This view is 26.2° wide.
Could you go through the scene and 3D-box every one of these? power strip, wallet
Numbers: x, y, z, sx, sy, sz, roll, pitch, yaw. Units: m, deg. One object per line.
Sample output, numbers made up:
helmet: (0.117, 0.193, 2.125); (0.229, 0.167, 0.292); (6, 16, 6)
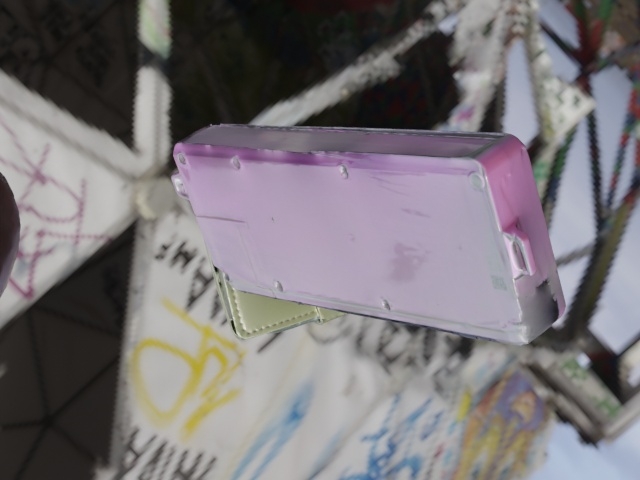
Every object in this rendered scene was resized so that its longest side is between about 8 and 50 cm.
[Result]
power strip: (0.019, -0.010, 0.785); (0.279, 0.037, 0.109); (8, 124, 47)
wallet: (0.000, 0.000, 0.948); (0.039, 0.155, 0.110); (-165, 60, -69)

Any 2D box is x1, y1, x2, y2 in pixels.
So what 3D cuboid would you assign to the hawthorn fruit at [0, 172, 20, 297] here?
hawthorn fruit: (-0.276, -0.005, 0.837); (0.189, 0.189, 0.251); (43, 149, -26)
